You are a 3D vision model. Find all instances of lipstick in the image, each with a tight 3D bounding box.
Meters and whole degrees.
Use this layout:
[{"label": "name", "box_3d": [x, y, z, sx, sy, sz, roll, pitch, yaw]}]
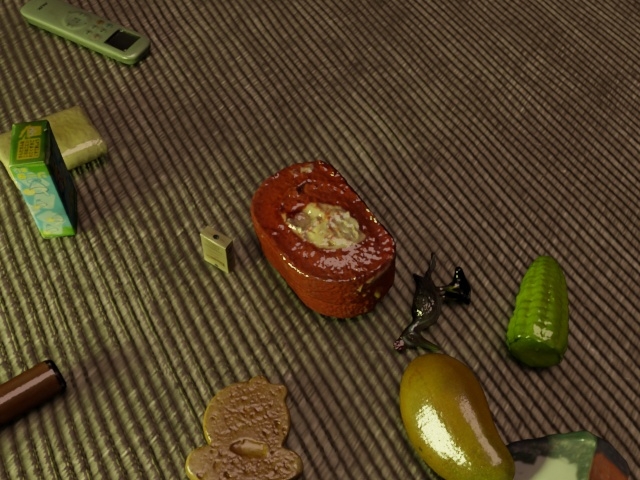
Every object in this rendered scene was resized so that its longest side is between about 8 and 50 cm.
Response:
[{"label": "lipstick", "box_3d": [-0.526, 0.277, 0.874, 0.356, 0.057, 0.057, -30, 62, -25]}]

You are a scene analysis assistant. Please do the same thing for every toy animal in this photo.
[{"label": "toy animal", "box_3d": [0.182, 0.110, 1.075, 0.105, 0.070, 0.202, 24, 60, 24]}]

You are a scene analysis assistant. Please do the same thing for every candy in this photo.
[{"label": "candy", "box_3d": [0.369, 0.109, 1.068, 0.096, 0.097, 0.210, 18, 52, 7]}, {"label": "candy", "box_3d": [-0.455, -0.097, 1.063, 0.062, 0.194, 0.097, -8, 56, -10]}]

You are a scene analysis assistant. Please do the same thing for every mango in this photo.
[{"label": "mango", "box_3d": [0.187, 0.259, 0.910, 0.099, 0.136, 0.227, 22, 25, -39]}]

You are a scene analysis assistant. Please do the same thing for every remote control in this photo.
[{"label": "remote control", "box_3d": [-0.521, -0.468, 1.420, 0.309, 0.038, 0.090, 25, 56, 11]}]

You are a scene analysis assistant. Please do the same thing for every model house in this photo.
[{"label": "model house", "box_3d": [0.343, 0.441, 0.804, 0.301, 0.190, 0.271, 41, 51, -6]}]

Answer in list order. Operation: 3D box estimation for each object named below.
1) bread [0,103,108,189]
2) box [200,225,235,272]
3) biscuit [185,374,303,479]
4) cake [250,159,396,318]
[{"label": "bread", "box_3d": [-0.505, -0.174, 1.196, 0.178, 0.060, 0.139, -27, 60, -22]}, {"label": "box", "box_3d": [-0.173, 0.016, 1.080, 0.053, 0.083, 0.024, 30, 62, 14]}, {"label": "biscuit", "box_3d": [-0.108, 0.300, 0.914, 0.165, 0.036, 0.226, 1, 52, -6]}, {"label": "cake", "box_3d": [0.000, 0.000, 1.076, 0.177, 0.151, 0.283, -30, 62, -11]}]
